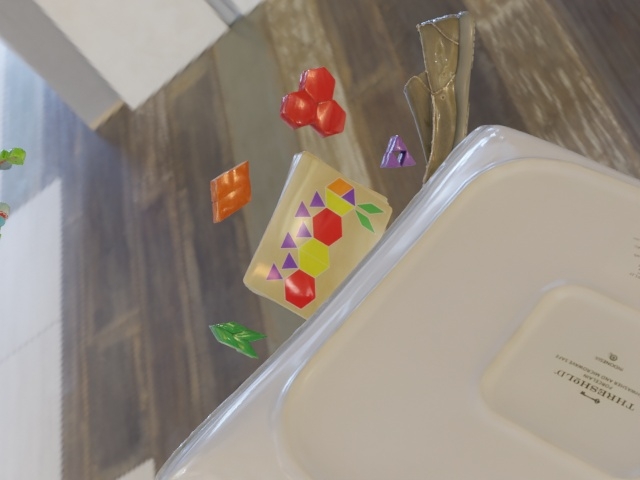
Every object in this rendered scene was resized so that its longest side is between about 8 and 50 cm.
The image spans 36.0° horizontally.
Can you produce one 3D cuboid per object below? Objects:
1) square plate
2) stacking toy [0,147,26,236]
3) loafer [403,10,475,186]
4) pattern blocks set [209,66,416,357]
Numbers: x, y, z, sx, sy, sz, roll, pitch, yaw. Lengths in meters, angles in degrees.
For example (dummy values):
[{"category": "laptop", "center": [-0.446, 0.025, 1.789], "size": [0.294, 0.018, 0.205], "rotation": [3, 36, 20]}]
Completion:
[{"category": "square plate", "center": [0.141, 0.082, 0.518], "size": [0.347, 0.049, 0.344], "rotation": [27, 59, 29]}, {"category": "stacking toy", "center": [-0.487, -0.016, 1.409], "size": [0.221, 0.052, 0.167], "rotation": [-36, 41, 38]}, {"category": "loafer", "center": [0.154, -0.181, 1.307], "size": [0.087, 0.094, 0.251], "rotation": [5, 80, 8]}, {"category": "pattern blocks set", "center": [0.000, 0.000, 1.105], "size": [0.026, 0.285, 0.324], "rotation": [-8, 46, 59]}]
